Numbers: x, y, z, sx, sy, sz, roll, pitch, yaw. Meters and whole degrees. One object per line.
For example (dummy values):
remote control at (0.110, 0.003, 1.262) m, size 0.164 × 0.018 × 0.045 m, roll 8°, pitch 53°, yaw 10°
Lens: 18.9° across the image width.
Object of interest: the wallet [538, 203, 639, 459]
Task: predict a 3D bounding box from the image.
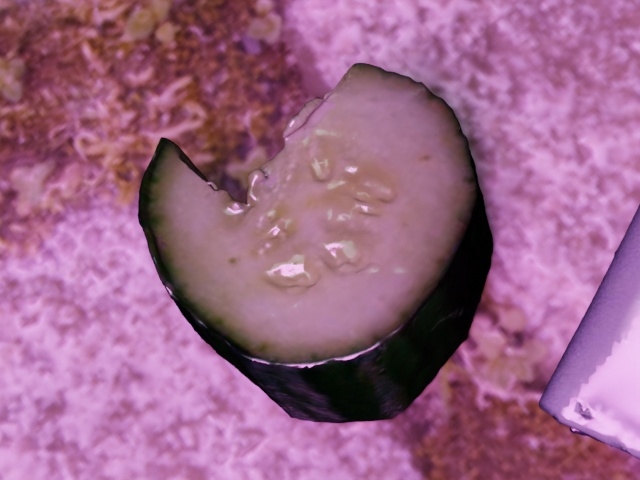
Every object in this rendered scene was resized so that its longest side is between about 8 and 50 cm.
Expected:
wallet at (0.295, 0.043, 1.026) m, size 0.290 × 0.054 × 0.251 m, roll 27°, pitch 88°, yaw 14°

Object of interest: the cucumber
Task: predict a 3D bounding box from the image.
cucumber at (0.008, 0.006, 1.074) m, size 0.191 × 0.130 × 0.191 m, roll -3°, pitch 73°, yaw 10°
